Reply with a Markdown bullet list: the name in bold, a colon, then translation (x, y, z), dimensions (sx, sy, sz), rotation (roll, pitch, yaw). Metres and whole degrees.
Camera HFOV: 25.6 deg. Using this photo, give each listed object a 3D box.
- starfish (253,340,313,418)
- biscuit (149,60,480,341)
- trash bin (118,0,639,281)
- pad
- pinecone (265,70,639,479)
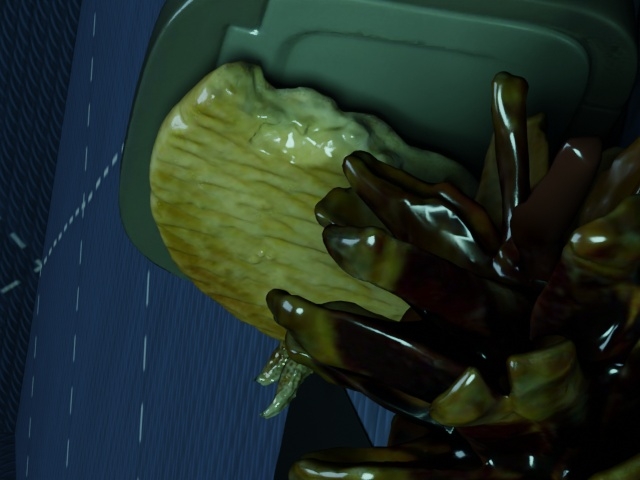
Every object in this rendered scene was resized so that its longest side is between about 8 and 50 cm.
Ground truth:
- **starfish**: translation (0.000, 0.000, 0.992), dimensions (0.236, 0.062, 0.277), rotation (135, 146, -67)
- **biscuit**: translation (0.017, 0.005, 0.636), dimensions (0.144, 0.224, 0.033), rotation (-40, 31, 45)
- **trash bin**: translation (0.023, -0.128, 0.706), dimensions (0.220, 0.219, 0.250), rotation (116, 160, -48)
- **pad**: translation (0.004, 0.196, 1.023), dimensions (0.267, 0.004, 0.181), rotation (-118, 36, -62)
- **pinecone**: translation (0.076, 0.050, 0.497), dimensions (0.201, 0.202, 0.229), rotation (57, -148, -34)
